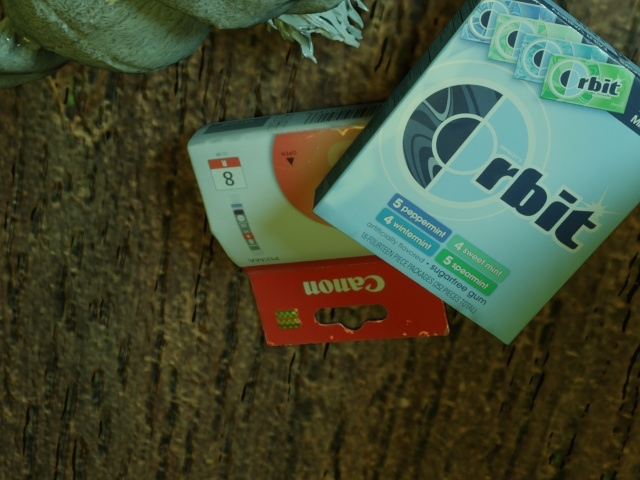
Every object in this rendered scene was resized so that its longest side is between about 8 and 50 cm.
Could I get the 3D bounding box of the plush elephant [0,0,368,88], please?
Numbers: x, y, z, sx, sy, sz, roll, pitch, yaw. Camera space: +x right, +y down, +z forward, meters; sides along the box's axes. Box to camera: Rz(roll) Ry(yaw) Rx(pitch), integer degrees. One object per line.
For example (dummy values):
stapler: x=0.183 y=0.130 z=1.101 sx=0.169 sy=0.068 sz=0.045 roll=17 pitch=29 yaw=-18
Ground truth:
plush elephant: x=-0.101 y=-0.198 z=0.648 sx=0.272 sy=0.255 sz=0.330 roll=-16 pitch=113 yaw=30

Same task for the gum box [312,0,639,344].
gum box: x=0.112 y=-0.049 z=0.764 sx=0.157 sy=0.041 sz=0.184 roll=34 pitch=113 yaw=-13

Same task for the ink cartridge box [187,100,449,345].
ink cartridge box: x=0.000 y=0.000 z=0.853 sx=0.145 sy=0.045 sz=0.179 roll=-5 pitch=112 yaw=20
